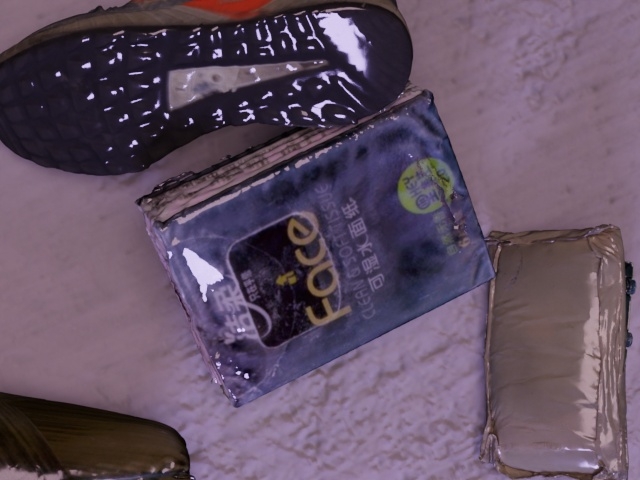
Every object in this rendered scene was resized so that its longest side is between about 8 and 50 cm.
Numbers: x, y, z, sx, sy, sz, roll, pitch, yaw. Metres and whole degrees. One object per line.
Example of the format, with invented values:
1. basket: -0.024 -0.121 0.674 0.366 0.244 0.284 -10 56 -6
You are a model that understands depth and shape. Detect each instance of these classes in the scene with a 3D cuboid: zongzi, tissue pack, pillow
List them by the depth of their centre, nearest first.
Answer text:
1. zongzi: -0.225 0.132 1.122 0.221 0.112 0.242 -22 89 -8
2. tissue pack: 0.000 0.000 1.160 0.235 0.073 0.173 -25 115 -11
3. pillow: 0.184 0.092 1.202 0.119 0.053 0.208 0 86 24

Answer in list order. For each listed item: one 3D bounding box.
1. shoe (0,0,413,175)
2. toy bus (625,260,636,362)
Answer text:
1. shoe: -0.094 -0.161 1.155 0.336 0.171 0.132 -9 132 14
2. toy bus: 0.234 0.058 1.235 0.031 0.037 0.083 6 86 -9
